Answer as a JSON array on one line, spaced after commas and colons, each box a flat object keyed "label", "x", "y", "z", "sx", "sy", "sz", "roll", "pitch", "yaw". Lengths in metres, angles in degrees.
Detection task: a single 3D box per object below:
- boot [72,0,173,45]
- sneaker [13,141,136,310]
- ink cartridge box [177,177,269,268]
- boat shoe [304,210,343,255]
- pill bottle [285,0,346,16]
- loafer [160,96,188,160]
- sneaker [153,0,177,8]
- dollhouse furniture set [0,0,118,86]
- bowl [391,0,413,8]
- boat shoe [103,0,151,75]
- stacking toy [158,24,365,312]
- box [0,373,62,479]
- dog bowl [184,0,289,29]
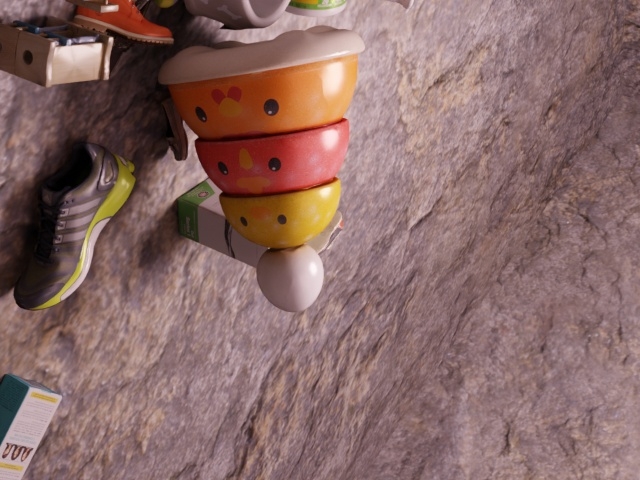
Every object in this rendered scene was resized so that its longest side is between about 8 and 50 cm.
[{"label": "boot", "x": -0.295, "y": -0.349, "z": 1.895, "sx": 0.158, "sy": 0.059, "sz": 0.084, "roll": 14, "pitch": 88, "yaw": -22}, {"label": "sneaker", "x": -0.417, "y": -0.030, "z": 1.969, "sx": 0.121, "sy": 0.111, "sz": 0.300, "roll": 44, "pitch": 66, "yaw": -51}, {"label": "ink cartridge box", "x": -0.134, "y": -0.042, "z": 2.317, "sx": 0.160, "sy": 0.219, "sz": 0.092, "roll": -37, "pitch": 141, "yaw": -43}, {"label": "boat shoe", "x": 0.000, "y": 0.000, "z": 2.307, "sx": 0.137, "sy": 0.049, "sz": 0.043, "roll": -52, "pitch": 155, "yaw": -35}, {"label": "pill bottle", "x": -0.011, "y": -0.544, "z": 2.233, "sx": 0.136, "sy": 0.136, "sz": 0.245, "roll": -35, "pitch": 140, "yaw": -46}, {"label": "loafer", "x": -0.261, "y": -0.196, "z": 2.170, "sx": 0.039, "sy": 0.045, "sz": 0.125, "roll": -21, "pitch": 125, "yaw": -32}, {"label": "sneaker", "x": -0.273, "y": -0.449, "z": 1.919, "sx": 0.094, "sy": 0.081, "sz": 0.208, "roll": -29, "pitch": 140, "yaw": -23}, {"label": "dollhouse furniture set", "x": -0.380, "y": -0.329, "z": 1.748, "sx": 0.129, "sy": 0.129, "sz": 0.183, "roll": -20, "pitch": 126, "yaw": -55}, {"label": "bowl", "x": 0.103, "y": -0.590, "z": 2.344, "sx": 0.298, "sy": 0.134, "sz": 0.297, "roll": 178, "pitch": -90, "yaw": -88}, {"label": "boat shoe", "x": -0.313, "y": -0.327, "z": 1.947, "sx": 0.152, "sy": 0.049, "sz": 0.056, "roll": -69, "pitch": 166, "yaw": 6}, {"label": "stacking toy", "x": -0.066, "y": -0.111, "z": 2.094, "sx": 0.351, "sy": 0.351, "sz": 0.479, "roll": -23, "pitch": 107, "yaw": -53}, {"label": "box", "x": -0.538, "y": 0.353, "z": 2.078, "sx": 0.244, "sy": 0.060, "sz": 0.100, "roll": -64, "pitch": 153, "yaw": -5}, {"label": "dog bowl", "x": -0.115, "y": -0.509, "z": 2.021, "sx": 0.349, "sy": 0.102, "sz": 0.348, "roll": 12, "pitch": 90, "yaw": -74}]
